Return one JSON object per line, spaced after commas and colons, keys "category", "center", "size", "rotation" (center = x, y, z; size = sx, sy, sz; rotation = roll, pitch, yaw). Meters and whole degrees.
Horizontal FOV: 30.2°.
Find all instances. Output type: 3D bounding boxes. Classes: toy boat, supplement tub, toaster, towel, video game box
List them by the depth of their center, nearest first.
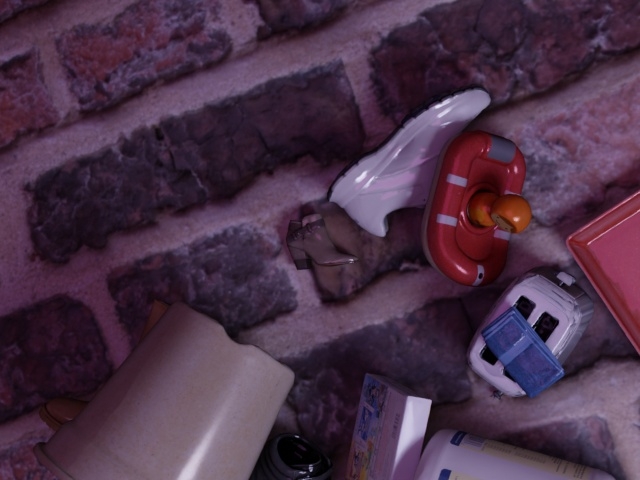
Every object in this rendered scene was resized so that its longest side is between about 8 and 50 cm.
{"category": "towel", "center": [0.283, 0.157, 1.662], "size": [0.067, 0.029, 0.119], "rotation": [-41, 77, 12]}
{"category": "supplement tub", "center": [0.293, 0.419, 1.695], "size": [0.325, 0.235, 0.235], "rotation": [14, 92, 17]}
{"category": "toaster", "center": [0.300, 0.142, 1.750], "size": [0.129, 0.146, 0.227], "rotation": [38, 99, 16]}
{"category": "toy boat", "center": [0.249, -0.043, 1.755], "size": [0.151, 0.151, 0.231], "rotation": [17, 94, 56]}
{"category": "video game box", "center": [0.096, 0.318, 1.792], "size": [0.048, 0.187, 0.205], "rotation": [11, 92, -20]}

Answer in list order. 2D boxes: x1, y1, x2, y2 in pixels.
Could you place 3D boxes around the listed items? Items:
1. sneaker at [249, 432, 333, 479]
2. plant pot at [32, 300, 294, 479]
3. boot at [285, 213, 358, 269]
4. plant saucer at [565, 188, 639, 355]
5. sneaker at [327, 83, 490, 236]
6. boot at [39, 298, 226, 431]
{"category": "sneaker", "center": [-0.008, 0.423, 1.832], "size": [0.296, 0.105, 0.147], "rotation": [46, 129, 17]}
{"category": "plant pot", "center": [-0.207, 0.272, 1.794], "size": [0.334, 0.334, 0.305], "rotation": [30, 82, 16]}
{"category": "boot", "center": [0.000, 0.000, 1.905], "size": [0.119, 0.042, 0.086], "rotation": [-6, 84, 16]}
{"category": "plant saucer", "center": [0.536, 0.036, 1.734], "size": [0.258, 0.048, 0.259], "rotation": [-35, 79, 13]}
{"category": "sneaker", "center": [0.152, -0.128, 1.845], "size": [0.297, 0.111, 0.129], "rotation": [-41, 94, 14]}
{"category": "boot", "center": [-0.312, 0.222, 1.972], "size": [0.236, 0.089, 0.269], "rotation": [24, 96, 4]}
